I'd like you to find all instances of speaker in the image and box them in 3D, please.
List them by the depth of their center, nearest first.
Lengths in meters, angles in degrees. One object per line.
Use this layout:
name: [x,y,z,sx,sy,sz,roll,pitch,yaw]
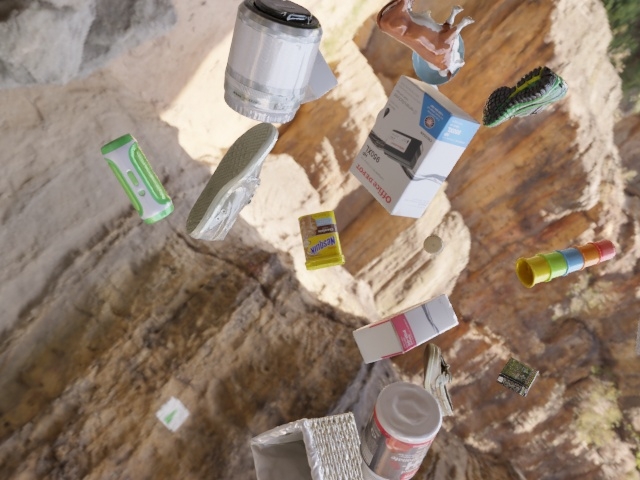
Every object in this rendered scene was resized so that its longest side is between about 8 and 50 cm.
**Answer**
speaker: [-0.623,-0.209,1.983,0.131,0.296,0.131,-23,-159,9]

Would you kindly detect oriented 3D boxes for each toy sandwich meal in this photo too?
toy sandwich meal: [0.434,0.016,2.222,0.085,0.085,0.029,-41,-170,17]

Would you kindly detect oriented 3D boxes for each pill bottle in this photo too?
pill bottle: [0.206,0.550,1.593,0.176,0.176,0.318,-43,154,-45]

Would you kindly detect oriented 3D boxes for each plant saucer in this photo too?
plant saucer: [0.382,-0.615,1.918,0.195,0.195,0.037,-42,-149,-1]

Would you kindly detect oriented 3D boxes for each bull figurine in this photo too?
bull figurine: [0.317,-0.602,1.669,0.188,0.310,0.101,-53,-157,35]

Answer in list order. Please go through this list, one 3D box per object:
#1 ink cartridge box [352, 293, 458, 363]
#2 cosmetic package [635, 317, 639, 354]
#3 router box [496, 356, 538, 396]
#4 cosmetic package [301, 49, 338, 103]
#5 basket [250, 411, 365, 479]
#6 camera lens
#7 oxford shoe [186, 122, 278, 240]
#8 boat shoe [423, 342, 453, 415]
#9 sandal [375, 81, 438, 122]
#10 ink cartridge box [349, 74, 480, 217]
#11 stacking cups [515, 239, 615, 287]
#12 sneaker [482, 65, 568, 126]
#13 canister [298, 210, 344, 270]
ink cartridge box: [0.283,0.288,1.912,0.283,0.117,0.207,-16,170,-38]
cosmetic package: [0.798,0.227,1.258,0.231,0.085,0.117,-130,-136,-83]
router box: [0.598,0.412,1.759,0.122,0.092,0.038,-24,133,-53]
cosmetic package: [-0.074,-0.732,2.543,0.138,0.225,0.224,-42,-159,-19]
basket: [-0.029,0.805,2.031,0.266,0.331,0.328,5,151,-41]
camera lens: [-0.128,-0.472,1.505,0.219,0.219,0.274,-43,159,-53]
oxford shoe: [-0.258,-0.175,1.811,0.449,0.130,0.169,-52,-144,20]
boat shoe: [0.355,0.420,1.743,0.089,0.285,0.104,0,-143,11]
sandal: [0.348,-0.563,2.396,0.416,0.102,0.169,-31,137,-38]
ink cartridge box: [0.311,-0.316,2.001,0.166,0.285,0.395,4,126,-40]
stacking cups: [0.769,0.057,1.815,0.316,0.096,0.096,-16,174,-15]
sneaker: [0.714,-0.480,2.059,0.343,0.146,0.134,-19,-123,57]
canister: [0.000,0.000,1.841,0.126,0.170,0.073,-11,168,1]
